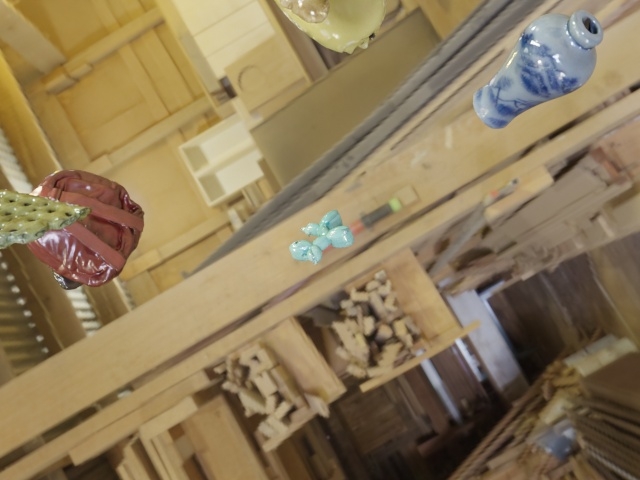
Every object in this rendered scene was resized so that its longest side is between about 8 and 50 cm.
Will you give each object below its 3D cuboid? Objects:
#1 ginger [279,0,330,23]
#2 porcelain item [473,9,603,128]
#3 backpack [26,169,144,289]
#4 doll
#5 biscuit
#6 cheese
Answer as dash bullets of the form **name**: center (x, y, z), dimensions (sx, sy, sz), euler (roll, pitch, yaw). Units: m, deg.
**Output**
- **ginger**: center (-0.052, -0.405, 0.946), dimensions (0.075, 0.089, 0.288), euler (122, 133, -65)
- **porcelain item**: center (0.380, -0.299, 1.289), dimensions (0.141, 0.141, 0.259), euler (61, 145, 8)
- **backpack**: center (-0.444, -0.028, 1.358), dimensions (0.139, 0.229, 0.229), euler (-16, 107, 58)
- **doll**: center (0.000, 0.000, 1.818), dimensions (0.159, 0.158, 0.059), euler (-110, -2, -55)
- **biscuit**: center (-0.367, -0.024, 0.770), dimensions (0.144, 0.203, 0.016), euler (-44, -39, -55)
- **cheese**: center (0.014, -0.540, 1.528), dimensions (0.128, 0.259, 0.316), euler (169, 79, -81)
